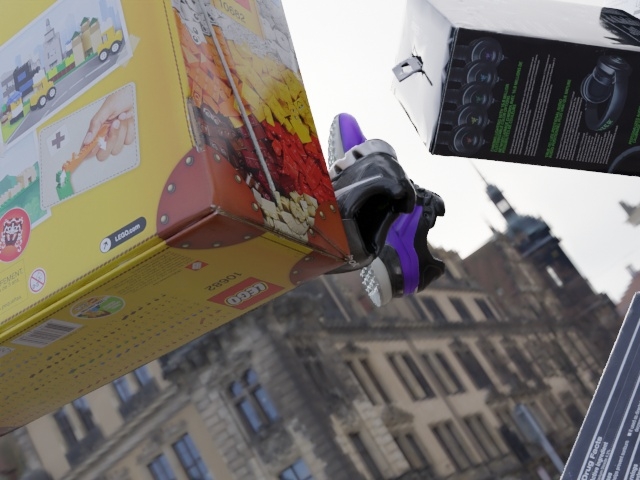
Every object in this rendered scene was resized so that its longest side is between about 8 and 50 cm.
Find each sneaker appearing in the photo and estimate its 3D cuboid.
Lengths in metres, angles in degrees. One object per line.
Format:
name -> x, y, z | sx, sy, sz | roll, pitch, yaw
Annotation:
sneaker -> 0.000, 0.000, 0.963 | 0.234, 0.106, 0.078 | -40, -51, 1
sneaker -> 0.104, -0.058, 1.435 | 0.146, 0.293, 0.102 | -15, -12, -7

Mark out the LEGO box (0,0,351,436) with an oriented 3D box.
LEGO box -> -0.261, -0.060, 0.980 | 0.500, 0.373, 0.193 | -27, -28, 26

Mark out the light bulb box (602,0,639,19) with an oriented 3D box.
light bulb box -> 0.562, -0.325, 1.399 | 0.358, 0.225, 0.361 | -118, 42, -82

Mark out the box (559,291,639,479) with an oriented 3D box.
box -> 0.464, 0.214, 1.054 | 0.294, 0.183, 0.296 | -4, 44, 47

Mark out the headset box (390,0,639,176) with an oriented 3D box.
headset box -> 0.219, -0.175, 1.028 | 0.283, 0.246, 0.131 | 5, -66, -10
